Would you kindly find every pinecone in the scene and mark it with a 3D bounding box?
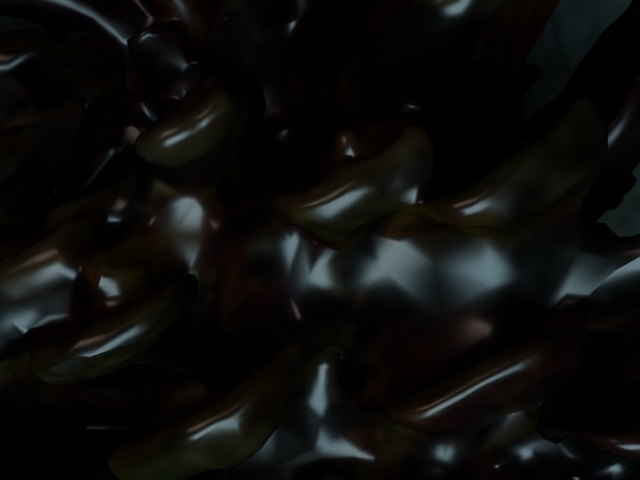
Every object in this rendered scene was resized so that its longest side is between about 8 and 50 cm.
[{"bbox_3d":[0.000,0.000,0.735,0.397,0.398,0.398,-2,121,-3],"label":"pinecone"}]
